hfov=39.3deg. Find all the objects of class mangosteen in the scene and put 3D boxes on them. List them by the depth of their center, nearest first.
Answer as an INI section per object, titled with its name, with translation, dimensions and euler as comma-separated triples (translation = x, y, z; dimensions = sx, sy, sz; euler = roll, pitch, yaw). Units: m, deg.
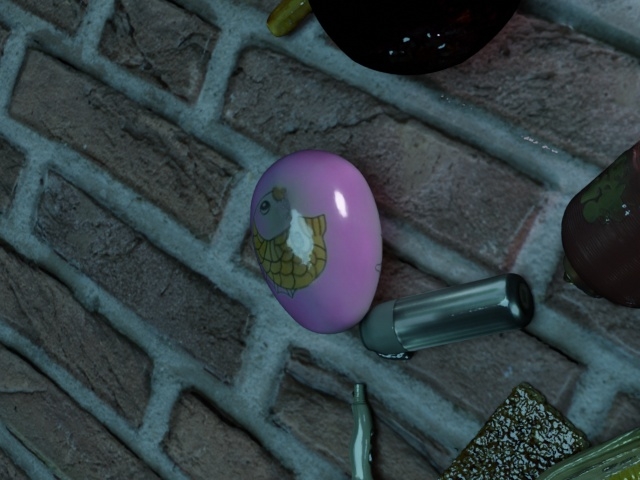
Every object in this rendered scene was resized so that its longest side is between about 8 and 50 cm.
[mangosteen]
translation = 0.115, -0.374, 1.166
dimensions = 0.297, 0.297, 0.313
euler = -15, 94, 32

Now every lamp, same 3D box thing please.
[lamp]
translation = 0.394, -0.024, 1.067
dimensions = 0.180, 0.180, 0.258
euler = 59, 137, 17

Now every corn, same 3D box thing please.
[corn]
translation = 0.399, 0.303, 1.116
dimensions = 0.305, 0.122, 0.123
euler = -31, 59, 25

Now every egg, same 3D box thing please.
[egg]
translation = 0.000, 0.000, 1.318
dimensions = 0.196, 0.196, 0.271
euler = -28, 84, 30

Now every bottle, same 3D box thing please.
[bottle]
translation = 0.176, 0.114, 1.275
dimensions = 0.254, 0.079, 0.096
euler = -16, 108, 31

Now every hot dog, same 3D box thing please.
[hot dog]
translation = -0.001, -0.391, 1.389
dimensions = 0.216, 0.047, 0.066
euler = -42, 34, 26

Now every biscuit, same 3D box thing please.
[biscuit]
translation = 0.261, 0.319, 1.256
dimensions = 0.131, 0.025, 0.230
euler = 42, 113, 24

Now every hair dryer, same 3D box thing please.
[hair dryer]
translation = 0.104, 0.353, 1.333
dimensions = 0.219, 0.088, 0.224
euler = 19, 90, 34
